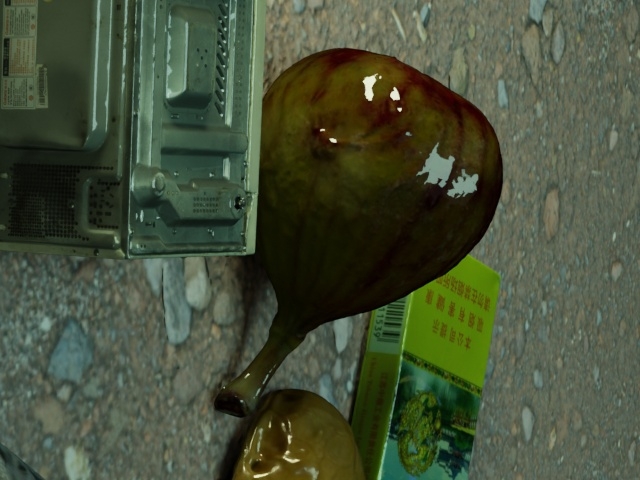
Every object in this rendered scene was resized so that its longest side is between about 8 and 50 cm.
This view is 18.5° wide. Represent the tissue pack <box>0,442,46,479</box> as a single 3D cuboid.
[{"bbox_3d":[-0.218,0.187,1.220,0.235,0.073,0.173,51,10,-50],"label":"tissue pack"}]

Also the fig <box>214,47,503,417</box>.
[{"bbox_3d":[0.000,0.000,1.597,0.321,0.217,0.217,-56,148,4],"label":"fig"}]

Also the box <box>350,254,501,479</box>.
[{"bbox_3d":[0.091,0.170,1.858,0.187,0.047,0.335,29,69,-58],"label":"box"}]

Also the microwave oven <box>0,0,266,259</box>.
[{"bbox_3d":[-0.135,-0.111,1.345,0.194,0.145,0.240,-1,95,-63],"label":"microwave oven"}]

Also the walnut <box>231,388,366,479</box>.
[{"bbox_3d":[-0.012,0.229,1.647,0.211,0.087,0.167,-67,149,-29],"label":"walnut"}]
